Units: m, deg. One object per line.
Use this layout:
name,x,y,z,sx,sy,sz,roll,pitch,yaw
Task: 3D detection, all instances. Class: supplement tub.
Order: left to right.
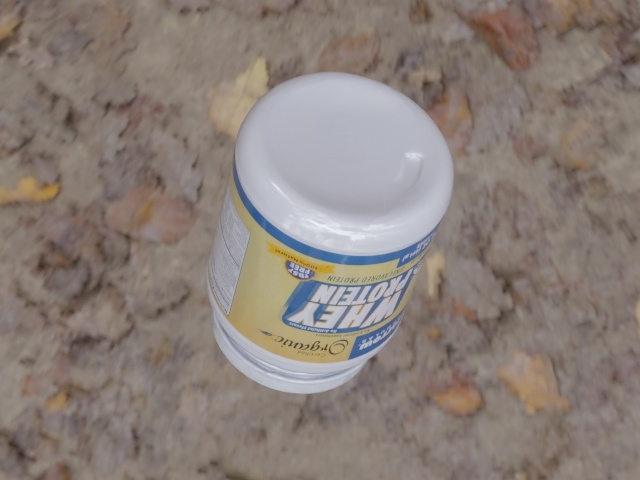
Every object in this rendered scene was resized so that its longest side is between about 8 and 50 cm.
supplement tub,0.000,0.000,1.118,0.144,0.144,0.199,14,140,-3
